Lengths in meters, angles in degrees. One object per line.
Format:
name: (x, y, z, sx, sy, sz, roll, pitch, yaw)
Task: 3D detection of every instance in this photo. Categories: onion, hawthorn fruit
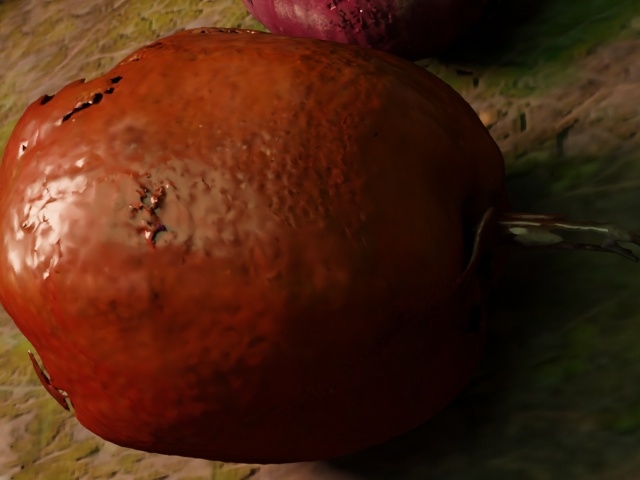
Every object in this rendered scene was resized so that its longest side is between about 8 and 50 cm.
onion: (0.029, -0.177, 0.913, 0.177, 0.153, 0.177, -25, 53, 40)
hawthorn fruit: (0.000, 0.000, 0.805, 0.299, 0.211, 0.211, -5, 61, 20)
